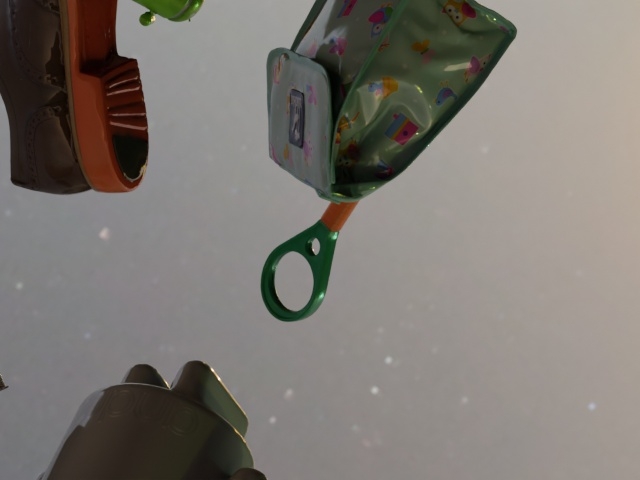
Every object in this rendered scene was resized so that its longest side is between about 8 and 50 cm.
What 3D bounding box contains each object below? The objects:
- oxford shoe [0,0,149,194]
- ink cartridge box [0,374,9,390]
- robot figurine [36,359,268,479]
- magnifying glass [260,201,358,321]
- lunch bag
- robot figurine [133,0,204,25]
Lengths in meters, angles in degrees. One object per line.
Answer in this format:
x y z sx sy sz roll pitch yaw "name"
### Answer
-0.184 -0.161 0.964 0.098 0.271 0.097 -4 -172 16 "oxford shoe"
-0.407 0.144 1.568 0.115 0.198 0.067 -21 -84 -23 "ink cartridge box"
-0.190 0.285 1.474 0.200 0.300 0.353 55 -139 -33 "robot figurine"
0.000 0.000 1.754 0.026 0.231 0.092 -2 -138 -48 "magnifying glass"
0.048 -0.170 1.600 0.160 0.262 0.223 35 180 -25 "lunch bag"
-0.181 -0.294 1.707 0.115 0.101 0.067 25 -166 -40 "robot figurine"
